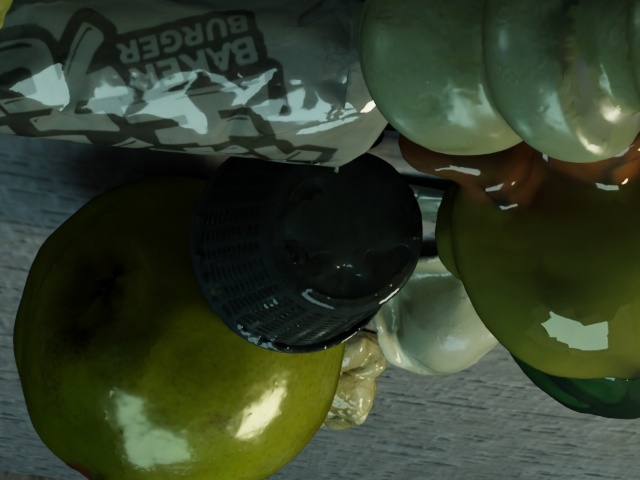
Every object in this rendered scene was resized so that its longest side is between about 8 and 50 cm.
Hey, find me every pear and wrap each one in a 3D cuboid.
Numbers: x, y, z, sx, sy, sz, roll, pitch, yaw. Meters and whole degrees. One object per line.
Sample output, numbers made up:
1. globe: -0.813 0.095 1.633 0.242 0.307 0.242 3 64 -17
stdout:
1. pear: -0.105 0.091 1.610 0.287 0.287 0.375 -4 166 30

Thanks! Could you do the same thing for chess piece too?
1. chess piece: 0.174 -0.116 1.050 0.330 0.182 0.182 1 163 36

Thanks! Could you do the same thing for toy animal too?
1. toy animal: 0.198 0.019 1.332 0.216 0.191 0.338 -12 144 19

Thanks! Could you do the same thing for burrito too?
1. burrito: -0.161 -0.120 1.242 0.445 0.101 0.139 5 153 8

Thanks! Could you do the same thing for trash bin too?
1. trash bin: 0.000 0.000 1.391 0.175 0.175 0.161 11 175 -15

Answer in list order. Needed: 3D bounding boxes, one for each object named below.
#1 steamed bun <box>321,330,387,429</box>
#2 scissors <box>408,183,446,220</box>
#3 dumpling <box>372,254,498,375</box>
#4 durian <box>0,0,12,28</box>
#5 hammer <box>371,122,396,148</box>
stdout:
1. steamed bun: -0.015 0.152 2.051 0.177 0.106 0.192 15 159 -30
2. scissors: 0.131 -0.026 1.555 0.383 0.029 0.256 3 163 12
3. dumpling: 0.105 0.064 1.746 0.134 0.100 0.169 29 153 -19
4. durian: -0.253 -0.160 1.046 0.172 0.166 0.306 9 153 -17
5. hammer: 0.164 -0.081 1.382 0.292 0.029 0.058 4 165 3
